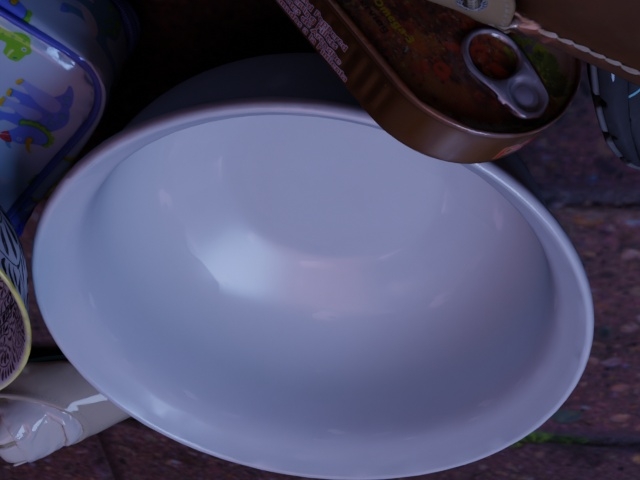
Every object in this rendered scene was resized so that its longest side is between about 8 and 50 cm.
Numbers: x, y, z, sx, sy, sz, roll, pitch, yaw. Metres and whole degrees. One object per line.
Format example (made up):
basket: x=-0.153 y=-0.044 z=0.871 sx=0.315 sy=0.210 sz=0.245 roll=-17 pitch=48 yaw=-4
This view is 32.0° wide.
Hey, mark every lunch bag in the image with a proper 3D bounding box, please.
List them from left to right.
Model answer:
lunch bag: x=-0.214 y=-0.085 z=0.609 sx=0.176 sy=0.090 sz=0.219 roll=32 pitch=132 yaw=-20

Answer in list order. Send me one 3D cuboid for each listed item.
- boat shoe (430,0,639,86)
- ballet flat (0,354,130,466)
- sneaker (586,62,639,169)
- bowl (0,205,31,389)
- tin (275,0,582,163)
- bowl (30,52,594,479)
boat shoe: x=0.040 y=-0.134 z=0.399 sx=0.324 sy=0.120 sz=0.122 roll=36 pitch=145 yaw=16
ballet flat: x=-0.253 y=0.135 z=0.852 sx=0.248 sy=0.086 sz=0.086 roll=-1 pitch=135 yaw=11
sneaker: x=0.160 y=-0.138 z=0.481 sx=0.106 sy=0.101 sz=0.267 roll=-6 pitch=135 yaw=13
bowl: x=-0.219 y=0.002 z=0.577 sx=0.170 sy=0.080 sz=0.170 roll=7 pitch=135 yaw=7
tin: x=0.034 y=-0.117 z=0.487 sx=0.189 sy=0.106 sz=0.040 roll=52 pitch=152 yaw=7
bowl: x=0.000 y=0.000 z=0.627 sx=0.298 sy=0.134 sz=0.298 roll=5 pitch=136 yaw=4
